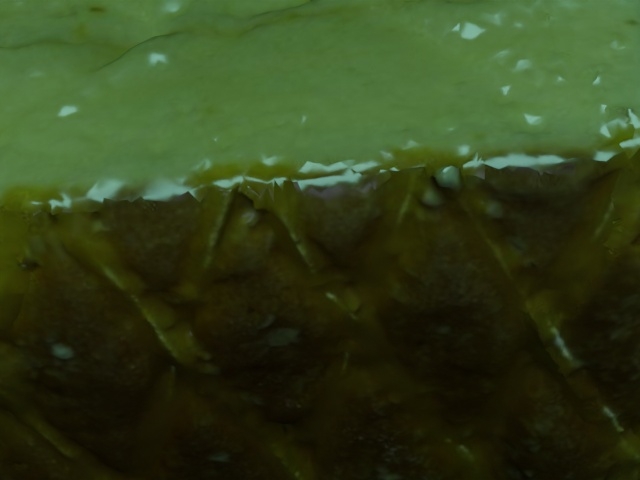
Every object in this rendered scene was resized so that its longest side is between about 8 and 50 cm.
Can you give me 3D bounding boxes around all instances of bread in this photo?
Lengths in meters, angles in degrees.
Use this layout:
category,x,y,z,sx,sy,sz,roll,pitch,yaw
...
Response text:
category,x,y,z,sx,sy,sz,roll,pitch,yaw
bread,0.000,0.000,0.765,0.279,0.279,0.207,-2,50,4
